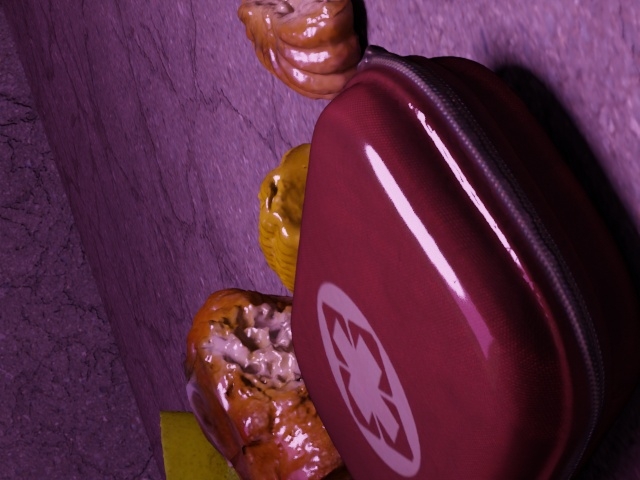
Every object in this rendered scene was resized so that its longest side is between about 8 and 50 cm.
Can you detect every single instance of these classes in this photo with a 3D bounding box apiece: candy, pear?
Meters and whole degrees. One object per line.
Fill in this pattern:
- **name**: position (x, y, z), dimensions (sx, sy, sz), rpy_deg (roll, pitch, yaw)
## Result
- **candy**: position (0.000, 0.000, 1.165), dimensions (0.199, 0.106, 0.094), rpy_deg (101, -170, -68)
- **pear**: position (-0.117, 0.379, 1.851), dimensions (0.239, 0.139, 0.288), rpy_deg (-90, -8, -50)

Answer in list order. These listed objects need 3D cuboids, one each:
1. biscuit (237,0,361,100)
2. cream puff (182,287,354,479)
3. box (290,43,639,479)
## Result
- **biscuit**: position (-0.020, -0.162, 1.129), dimensions (0.183, 0.061, 0.118), rpy_deg (-135, 30, -60)
- **cream puff**: position (-0.033, 0.159, 1.365), dimensions (0.241, 0.155, 0.269), rpy_deg (109, 139, -67)
- **box**: position (0.074, 0.064, 0.926), dimensions (0.263, 0.108, 0.404), rpy_deg (59, 161, 25)
